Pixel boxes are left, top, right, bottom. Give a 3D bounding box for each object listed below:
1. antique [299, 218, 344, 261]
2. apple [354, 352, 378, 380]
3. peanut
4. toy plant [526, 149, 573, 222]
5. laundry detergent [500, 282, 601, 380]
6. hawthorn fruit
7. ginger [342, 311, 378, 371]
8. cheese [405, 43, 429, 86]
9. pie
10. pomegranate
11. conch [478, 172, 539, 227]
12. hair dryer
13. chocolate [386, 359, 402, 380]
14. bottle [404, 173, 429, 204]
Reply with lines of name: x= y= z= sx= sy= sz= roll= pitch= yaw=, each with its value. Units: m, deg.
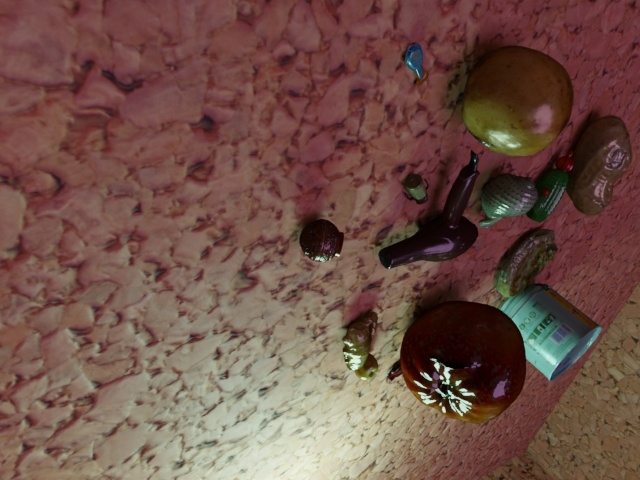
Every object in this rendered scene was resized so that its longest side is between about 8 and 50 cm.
antique: x=0.000 y=0.000 z=1.250 sx=0.104 sy=0.104 sz=0.104 roll=-24 pitch=136 yaw=-26
apple: x=0.146 y=0.402 z=1.744 sx=0.084 sy=0.071 sz=0.083 roll=-25 pitch=135 yaw=-27
peanut: x=0.912 y=-0.248 z=1.819 sx=0.174 sy=0.158 sz=0.339 roll=11 pitch=126 yaw=-4
toy plant: x=0.761 y=-0.171 z=1.808 sx=0.240 sy=0.088 sz=0.154 roll=-57 pitch=154 yaw=-5
laundry detergent: x=0.879 y=0.341 z=2.159 sx=0.287 sy=0.305 sz=0.287 roll=-27 pitch=143 yaw=-23
hawthorn fruit: x=0.466 y=0.367 z=1.792 sx=0.403 sy=0.403 sz=0.402 roll=-24 pitch=136 yaw=-26
ginger: x=0.109 y=0.308 z=1.624 sx=0.115 sy=0.081 sz=0.205 roll=-35 pitch=144 yaw=-68
cheese: x=0.208 y=-0.378 z=1.179 sx=0.047 sy=0.017 sz=0.111 roll=-42 pitch=141 yaw=-1
pie: x=0.769 y=0.087 z=2.047 sx=0.303 sy=0.067 sz=0.302 roll=-26 pitch=138 yaw=-26
pomegranate: x=0.456 y=-0.326 z=1.276 sx=0.261 sy=0.260 sz=0.260 roll=-24 pitch=136 yaw=-26
conch: x=0.537 y=-0.128 z=1.603 sx=0.200 sy=0.131 sz=0.172 roll=-25 pitch=-176 yaw=38
hair dryer: x=0.319 y=-0.081 z=1.446 sx=0.313 sy=0.123 sz=0.340 roll=-13 pitch=133 yaw=-30
chocolate: x=0.310 y=0.435 z=1.955 sx=0.182 sy=0.028 sz=0.086 roll=-42 pitch=144 yaw=-9
bottle: x=0.249 y=-0.128 z=1.411 sx=0.063 sy=0.047 sz=0.101 roll=-12 pitch=151 yaw=20
